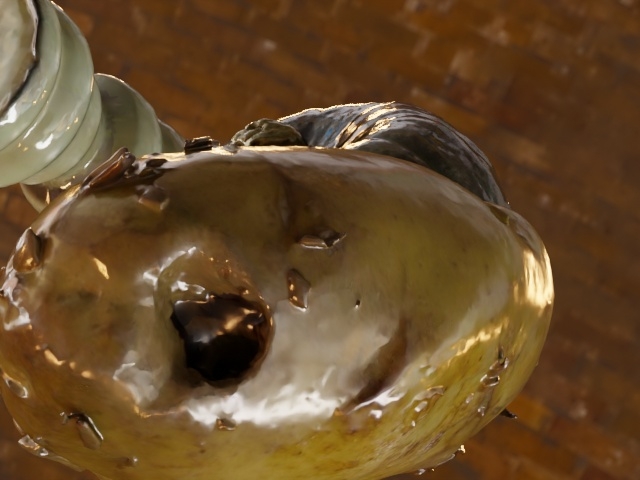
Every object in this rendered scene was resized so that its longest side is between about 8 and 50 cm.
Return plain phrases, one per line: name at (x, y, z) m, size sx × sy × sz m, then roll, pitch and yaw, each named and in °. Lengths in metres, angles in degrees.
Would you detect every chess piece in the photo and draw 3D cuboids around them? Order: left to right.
chess piece at (-0.158, -0.066, 1.205) m, size 0.243 × 0.133 × 0.133 m, roll 37°, pitch -165°, yaw -52°

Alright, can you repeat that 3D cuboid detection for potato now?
potato at (-0.008, 0.036, 0.790) m, size 0.300 × 0.173 × 0.140 m, roll 9°, pitch -123°, yaw -52°

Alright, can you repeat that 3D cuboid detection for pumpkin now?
pumpkin at (0.000, 0.000, 1.425) m, size 0.300 × 0.207 × 0.300 m, roll -17°, pitch -167°, yaw 4°
